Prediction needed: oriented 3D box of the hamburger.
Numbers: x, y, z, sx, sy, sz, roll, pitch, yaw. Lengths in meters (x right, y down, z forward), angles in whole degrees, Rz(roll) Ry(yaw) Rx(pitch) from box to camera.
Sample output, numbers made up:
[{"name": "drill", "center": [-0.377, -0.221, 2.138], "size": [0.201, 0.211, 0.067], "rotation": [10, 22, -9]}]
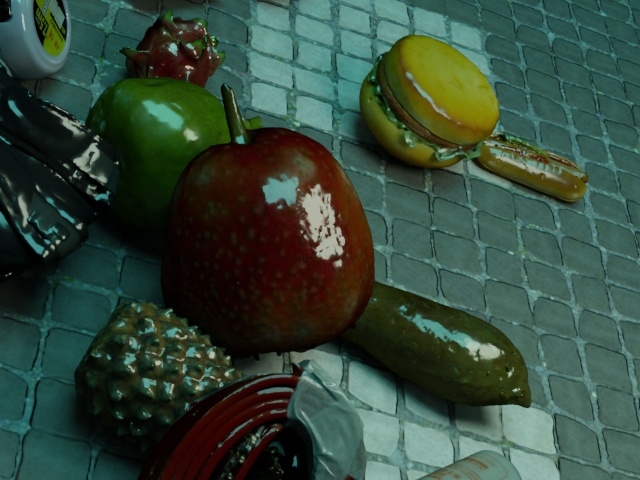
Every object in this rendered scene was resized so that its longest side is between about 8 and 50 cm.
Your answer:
[{"name": "hamburger", "center": [0.177, -0.221, 2.162], "size": [0.246, 0.170, 0.246], "rotation": [26, 41, -24]}]

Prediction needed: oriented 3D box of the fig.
[{"name": "fig", "center": [-0.182, -0.121, 1.803], "size": [0.314, 0.233, 0.233], "rotation": [4, 45, -34]}]

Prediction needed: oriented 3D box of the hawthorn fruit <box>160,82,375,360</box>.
[{"name": "hawthorn fruit", "center": [-0.082, -0.020, 1.628], "size": [0.284, 0.284, 0.369], "rotation": [-28, 107, -46]}]

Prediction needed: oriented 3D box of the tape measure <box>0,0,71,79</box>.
[{"name": "tape measure", "center": [-0.452, -0.334, 1.902], "size": [0.105, 0.196, 0.178], "rotation": [-2, 51, 14]}]

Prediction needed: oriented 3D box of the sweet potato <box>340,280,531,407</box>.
[{"name": "sweet potato", "center": [0.108, 0.128, 1.795], "size": [0.422, 0.130, 0.130], "rotation": [22, 39, 3]}]

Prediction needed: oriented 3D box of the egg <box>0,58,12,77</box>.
[{"name": "egg", "center": [-0.505, -0.229, 1.812], "size": [0.135, 0.103, 0.103], "rotation": [19, 40, -11]}]

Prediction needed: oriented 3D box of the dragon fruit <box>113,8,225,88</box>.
[{"name": "dragon fruit", "center": [-0.250, -0.266, 1.994], "size": [0.137, 0.135, 0.236], "rotation": [39, 58, 3]}]

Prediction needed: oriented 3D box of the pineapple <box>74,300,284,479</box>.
[{"name": "pineapple", "center": [-0.124, 0.220, 1.535], "size": [0.361, 0.175, 0.175], "rotation": [34, 39, -7]}]

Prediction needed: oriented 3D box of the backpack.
[{"name": "backpack", "center": [-0.474, -0.120, 1.611], "size": [0.445, 0.255, 0.363], "rotation": [29, 46, -5]}]

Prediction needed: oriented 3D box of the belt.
[{"name": "belt", "center": [-0.077, 0.283, 1.400], "size": [0.227, 0.115, 0.324], "rotation": [39, 72, -13]}]

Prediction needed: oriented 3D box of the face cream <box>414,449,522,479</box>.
[{"name": "face cream", "center": [0.141, 0.345, 1.592], "size": [0.251, 0.101, 0.101], "rotation": [-14, 55, -40]}]

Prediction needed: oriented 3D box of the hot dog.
[{"name": "hot dog", "center": [0.373, -0.138, 2.275], "size": [0.235, 0.062, 0.092], "rotation": [19, 44, -11]}]
